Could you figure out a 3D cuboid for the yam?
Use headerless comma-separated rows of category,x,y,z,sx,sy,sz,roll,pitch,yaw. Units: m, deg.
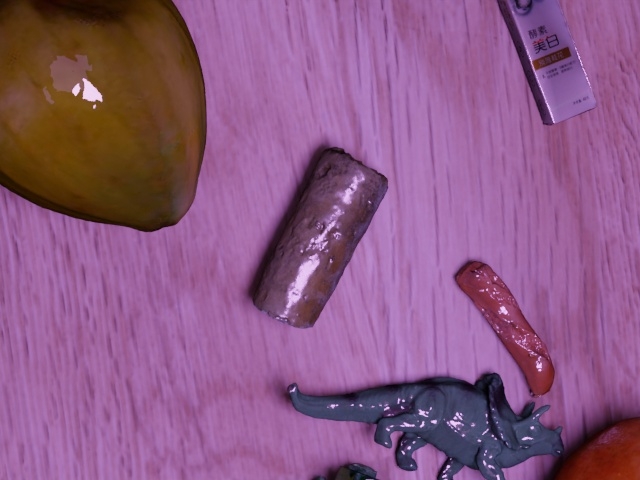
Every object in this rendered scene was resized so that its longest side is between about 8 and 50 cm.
yam,0.000,0.000,1.853,0.078,0.078,0.179,26,86,-12

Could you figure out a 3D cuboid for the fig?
fig,-0.213,-0.123,1.722,0.239,0.239,0.271,-34,101,-10

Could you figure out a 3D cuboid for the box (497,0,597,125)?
box,0.216,-0.226,1.915,0.055,0.039,0.218,-23,96,-10

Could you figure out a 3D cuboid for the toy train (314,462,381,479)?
toy train,0.013,0.314,1.835,0.083,0.132,0.200,19,85,-12

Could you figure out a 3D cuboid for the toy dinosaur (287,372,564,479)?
toy dinosaur,0.105,0.194,1.882,0.292,0.079,0.120,-1,86,-16

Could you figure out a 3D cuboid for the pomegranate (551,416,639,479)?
pomegranate,0.334,0.303,1.837,0.229,0.270,0.252,25,81,-16

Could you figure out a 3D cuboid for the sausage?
sausage,0.192,0.089,1.920,0.042,0.036,0.158,-29,99,20
